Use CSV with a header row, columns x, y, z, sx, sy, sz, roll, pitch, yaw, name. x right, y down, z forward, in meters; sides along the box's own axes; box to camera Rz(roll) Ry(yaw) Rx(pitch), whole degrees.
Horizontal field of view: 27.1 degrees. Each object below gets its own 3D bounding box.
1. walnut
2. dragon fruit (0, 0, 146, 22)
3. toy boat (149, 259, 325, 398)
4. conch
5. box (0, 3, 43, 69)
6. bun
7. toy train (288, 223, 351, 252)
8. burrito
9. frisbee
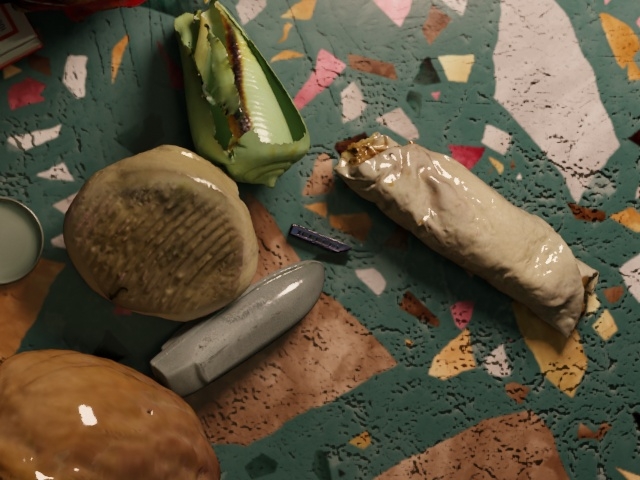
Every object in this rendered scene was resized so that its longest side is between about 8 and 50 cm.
x,y,z,sx,sy,sz,roll,pitch,yaw,name
-0.285,0.276,1.493,0.306,0.306,0.344,-58,139,-7,walnut
-0.272,-0.433,1.549,0.371,0.249,0.386,-28,75,1,dragon fruit
-0.099,0.101,1.657,0.260,0.085,0.078,-34,128,-19,toy boat
-0.110,-0.180,1.623,0.143,0.137,0.250,-28,98,-34,conch
-0.444,-0.306,1.613,0.123,0.050,0.229,-29,94,-10,box
-0.186,-0.014,1.611,0.237,0.116,0.210,24,113,-13,bun
0.000,0.000,1.706,0.083,0.017,0.017,22,87,-9,toy train
0.198,-0.020,1.717,0.392,0.076,0.117,34,76,-10,burrito
-0.396,0.000,1.632,0.110,0.014,0.110,1,87,-12,frisbee
